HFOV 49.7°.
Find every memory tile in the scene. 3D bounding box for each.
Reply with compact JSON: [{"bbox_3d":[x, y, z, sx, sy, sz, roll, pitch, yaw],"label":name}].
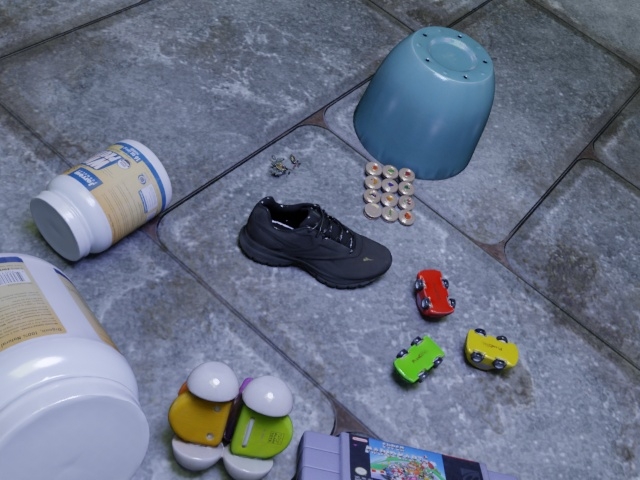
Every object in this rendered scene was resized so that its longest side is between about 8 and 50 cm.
[{"bbox_3d":[0.145,-0.100,1.446,0.113,0.012,0.148,10,57,-9],"label":"memory tile"}]

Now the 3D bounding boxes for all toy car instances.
[{"bbox_3d":[0.206,0.184,1.230,0.225,0.053,0.239,-32,67,-34],"label":"toy car"},{"bbox_3d":[-0.129,0.254,1.024,0.182,0.159,0.136,15,14,-6],"label":"toy car"}]

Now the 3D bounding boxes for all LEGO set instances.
[{"bbox_3d":[-0.077,-0.150,1.420,0.083,0.023,0.054,-7,57,-39],"label":"LEGO set"}]

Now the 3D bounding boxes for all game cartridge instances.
[{"bbox_3d":[0.137,0.396,0.992,0.355,0.068,0.230,14,33,-7],"label":"game cartridge"}]

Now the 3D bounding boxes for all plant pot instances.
[{"bbox_3d":[0.245,-0.317,1.514,0.293,0.235,0.293,9,52,-12],"label":"plant pot"}]

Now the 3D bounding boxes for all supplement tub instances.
[{"bbox_3d":[-0.370,0.179,0.871,0.228,0.228,0.316,-20,38,-30],"label":"supplement tub"},{"bbox_3d":[-0.369,-0.069,1.175,0.144,0.144,0.200,39,51,13],"label":"supplement tub"}]

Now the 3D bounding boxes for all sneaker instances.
[{"bbox_3d":[0.000,0.000,1.255,0.286,0.130,0.109,12,49,-10],"label":"sneaker"}]
